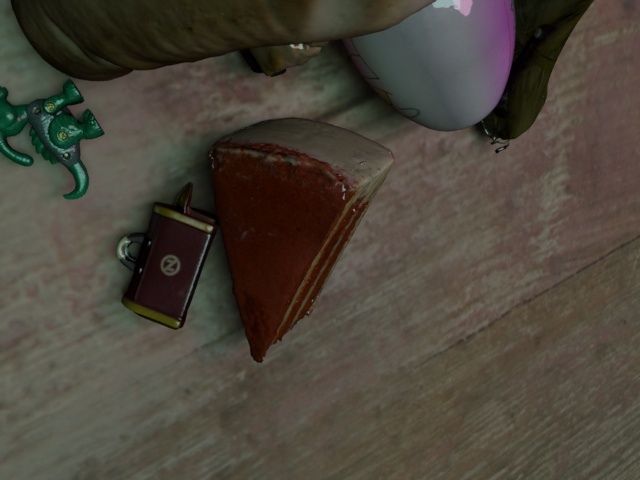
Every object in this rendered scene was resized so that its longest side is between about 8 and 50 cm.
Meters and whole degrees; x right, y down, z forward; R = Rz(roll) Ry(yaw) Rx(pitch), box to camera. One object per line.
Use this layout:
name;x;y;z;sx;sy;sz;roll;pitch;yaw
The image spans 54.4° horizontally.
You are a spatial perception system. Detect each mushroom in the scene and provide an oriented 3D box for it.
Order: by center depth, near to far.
mushroom;-0.075;-0.250;0.471;0.313;0.397;0.225;-8;101;-23

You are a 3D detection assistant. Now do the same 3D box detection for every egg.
egg;0.116;-0.247;0.697;0.196;0.196;0.271;-36;134;-16

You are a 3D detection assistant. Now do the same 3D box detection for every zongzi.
zongzi;0.276;-0.213;0.781;0.094;0.204;0.205;-32;116;-27

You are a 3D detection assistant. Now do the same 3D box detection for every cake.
cake;0.000;0.000;0.694;0.158;0.159;0.262;-39;126;-53

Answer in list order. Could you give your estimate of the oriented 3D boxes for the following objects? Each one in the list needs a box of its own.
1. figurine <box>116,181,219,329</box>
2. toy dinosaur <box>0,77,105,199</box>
figurine;-0.170;0.008;0.681;0.098;0.082;0.155;17;94;-7
toy dinosaur;-0.265;-0.102;0.608;0.096;0.059;0.133;-29;106;-10
